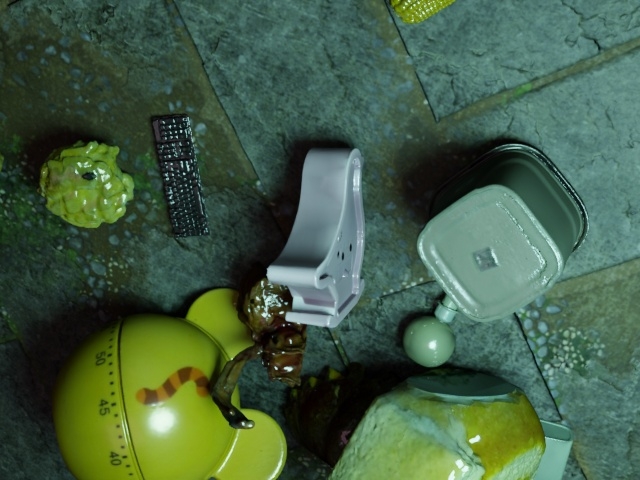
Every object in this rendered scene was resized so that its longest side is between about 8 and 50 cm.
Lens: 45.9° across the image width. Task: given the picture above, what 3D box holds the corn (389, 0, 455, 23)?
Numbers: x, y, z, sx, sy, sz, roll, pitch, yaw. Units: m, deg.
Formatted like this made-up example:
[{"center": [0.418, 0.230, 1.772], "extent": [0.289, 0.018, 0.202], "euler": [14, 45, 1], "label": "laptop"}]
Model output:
[{"center": [0.203, -0.397, 1.094], "extent": [0.231, 0.080, 0.080], "euler": [-26, 101, 24], "label": "corn"}]

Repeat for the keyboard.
[{"center": [-0.252, -0.111, 1.367], "extent": [0.072, 0.023, 0.231], "euler": [-2, 110, 15], "label": "keyboard"}]

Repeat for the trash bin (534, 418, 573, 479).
[{"center": [0.381, 0.389, 1.357], "extent": [0.116, 0.059, 0.129], "euler": [12, 112, 9], "label": "trash bin"}]

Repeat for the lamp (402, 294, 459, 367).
[{"center": [0.208, 0.138, 1.304], "extent": [0.091, 0.091, 0.163], "euler": [30, 100, 3], "label": "lamp"}]

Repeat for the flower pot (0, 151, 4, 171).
[{"center": [-0.698, -0.117, 1.415], "extent": [0.195, 0.195, 0.179], "euler": [41, 103, -2], "label": "flower pot"}]

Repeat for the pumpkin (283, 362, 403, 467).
[{"center": [0.022, 0.327, 1.379], "extent": [0.254, 0.149, 0.130], "euler": [-38, 109, 21], "label": "pumpkin"}]

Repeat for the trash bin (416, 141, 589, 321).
[{"center": [0.268, -0.009, 1.132], "extent": [0.220, 0.250, 0.219], "euler": [-39, 90, 25], "label": "trash bin"}]

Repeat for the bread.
[{"center": [0.183, 0.345, 1.205], "extent": [0.239, 0.395, 0.263], "euler": [25, 106, 35], "label": "bread"}]

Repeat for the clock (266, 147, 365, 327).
[{"center": [0.000, 0.000, 1.194], "extent": [0.080, 0.290, 0.275], "euler": [4, 107, 16], "label": "clock"}]

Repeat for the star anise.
[{"center": [-0.093, 0.175, 1.279], "extent": [0.148, 0.346, 0.237], "euler": [7, 135, 5], "label": "star anise"}]

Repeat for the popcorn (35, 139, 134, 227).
[{"center": [-0.419, -0.105, 1.350], "extent": [0.174, 0.142, 0.173], "euler": [7, 115, 15], "label": "popcorn"}]

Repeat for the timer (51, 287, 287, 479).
[{"center": [-0.272, 0.296, 1.377], "extent": [0.387, 0.376, 0.375], "euler": [-13, 108, -5], "label": "timer"}]
